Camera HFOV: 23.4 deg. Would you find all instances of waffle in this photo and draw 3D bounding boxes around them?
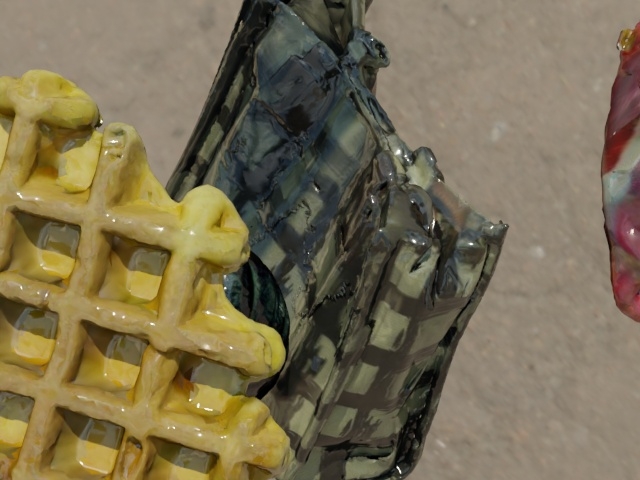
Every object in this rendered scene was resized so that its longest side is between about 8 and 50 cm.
[{"bbox_3d":[-0.138,0.061,0.632,0.249,0.056,0.253,-17,92,10],"label":"waffle"}]

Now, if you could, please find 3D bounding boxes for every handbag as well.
[{"bbox_3d":[0.000,0.000,1.288,0.325,0.162,0.327,61,144,33],"label":"handbag"}]

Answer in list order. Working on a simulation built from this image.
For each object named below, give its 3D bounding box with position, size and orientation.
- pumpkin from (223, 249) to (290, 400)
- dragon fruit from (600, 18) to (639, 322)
[{"bbox_3d":[-0.113,0.076,1.162,0.194,0.194,0.150,-31,82,13],"label":"pumpkin"},{"bbox_3d":[0.253,-0.052,0.858,0.161,0.126,0.274,-6,76,42],"label":"dragon fruit"}]
